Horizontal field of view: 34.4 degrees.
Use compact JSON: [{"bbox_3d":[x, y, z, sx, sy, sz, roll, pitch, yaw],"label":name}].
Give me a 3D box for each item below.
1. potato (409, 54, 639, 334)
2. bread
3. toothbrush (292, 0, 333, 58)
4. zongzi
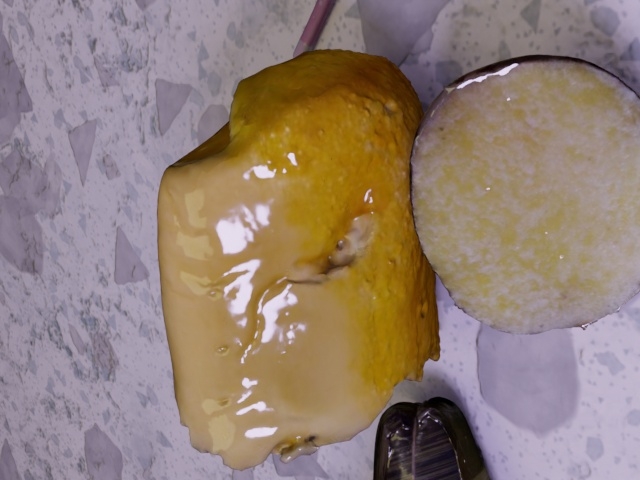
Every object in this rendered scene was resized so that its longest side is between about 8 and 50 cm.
[{"bbox_3d":[0.205,-0.058,0.963,0.239,0.116,0.299,-13,125,17],"label":"potato"},{"bbox_3d":[0.000,0.000,1.078,0.250,0.361,0.394,7,111,16],"label":"bread"},{"bbox_3d":[0.025,-0.312,1.159,0.020,0.025,0.286,47,135,20],"label":"toothbrush"},{"bbox_3d":[0.062,0.356,1.214,0.317,0.154,0.289,-22,84,15],"label":"zongzi"}]
